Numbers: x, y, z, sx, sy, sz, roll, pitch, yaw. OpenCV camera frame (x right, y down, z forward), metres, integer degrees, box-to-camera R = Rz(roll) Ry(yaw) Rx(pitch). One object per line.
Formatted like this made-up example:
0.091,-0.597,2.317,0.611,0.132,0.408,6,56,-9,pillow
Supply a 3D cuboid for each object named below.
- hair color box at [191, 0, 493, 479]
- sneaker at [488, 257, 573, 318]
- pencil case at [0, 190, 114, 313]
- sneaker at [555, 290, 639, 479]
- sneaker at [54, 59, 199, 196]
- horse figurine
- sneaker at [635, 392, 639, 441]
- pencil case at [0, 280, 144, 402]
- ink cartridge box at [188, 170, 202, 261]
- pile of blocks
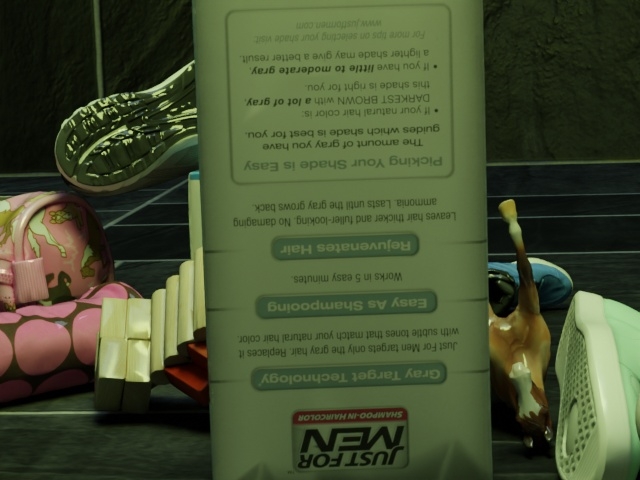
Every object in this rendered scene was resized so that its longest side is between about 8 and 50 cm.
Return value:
0.014,-0.028,1.201,0.185,0.374,0.113,-2,8,-2,hair color box
0.187,0.052,1.785,0.152,0.058,0.084,12,21,-18,sneaker
-0.390,0.020,1.784,0.386,0.160,0.167,3,44,28,pencil case
0.239,0.108,1.217,0.151,0.094,0.256,14,20,3,sneaker
-0.128,-0.113,1.735,0.271,0.100,0.108,-19,-9,-15,sneaker
0.124,0.069,1.381,0.066,0.174,0.263,-15,-3,-14,horse figurine
0.312,0.114,1.141,0.292,0.108,0.169,6,4,-14,sneaker
-0.249,0.085,1.508,0.209,0.095,0.098,-6,43,-41,pencil case
0.000,0.000,1.773,0.171,0.168,0.233,1,9,23,ink cartridge box
-0.037,0.061,1.374,0.362,0.112,0.149,-35,-52,30,pile of blocks
